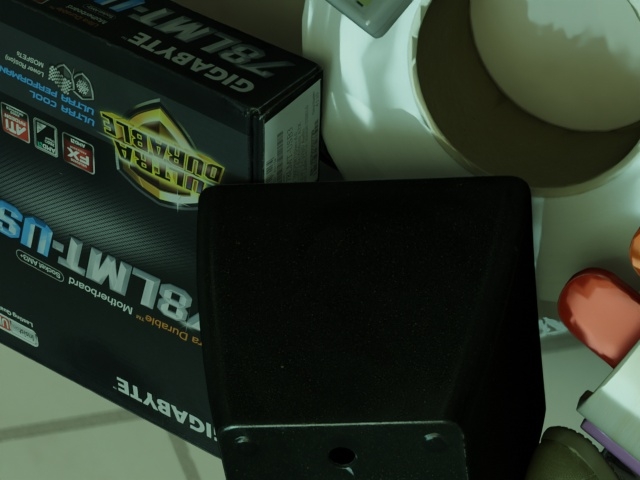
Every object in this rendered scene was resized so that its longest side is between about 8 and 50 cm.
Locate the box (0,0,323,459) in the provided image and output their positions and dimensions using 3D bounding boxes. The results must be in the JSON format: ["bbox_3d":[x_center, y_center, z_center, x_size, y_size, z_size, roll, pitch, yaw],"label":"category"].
[{"bbox_3d":[-0.137,-0.027,1.194,0.295,0.073,0.293,26,132,26],"label":"box"}]

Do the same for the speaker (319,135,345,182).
[{"bbox_3d":[0.000,0.000,1.208,0.055,0.055,0.136,27,122,12],"label":"speaker"}]

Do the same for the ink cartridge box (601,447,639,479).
[{"bbox_3d":[0.260,0.175,1.131,0.198,0.115,0.273,34,123,8],"label":"ink cartridge box"}]

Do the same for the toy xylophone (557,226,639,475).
[{"bbox_3d":[0.279,0.044,0.957,0.236,0.081,0.322,46,114,3],"label":"toy xylophone"}]

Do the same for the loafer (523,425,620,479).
[{"bbox_3d":[0.162,0.172,1.060,0.148,0.050,0.056,51,164,-8],"label":"loafer"}]

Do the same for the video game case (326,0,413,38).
[{"bbox_3d":[0.021,-0.238,1.004,0.212,0.023,0.193,42,92,29],"label":"video game case"}]

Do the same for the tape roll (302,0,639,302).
[{"bbox_3d":[0.135,-0.112,1.066,0.286,0.100,0.286,11,118,21],"label":"tape roll"}]

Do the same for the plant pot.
[{"bbox_3d":[0.026,0.090,1.034,0.188,0.167,0.187,-2,129,9],"label":"plant pot"}]
